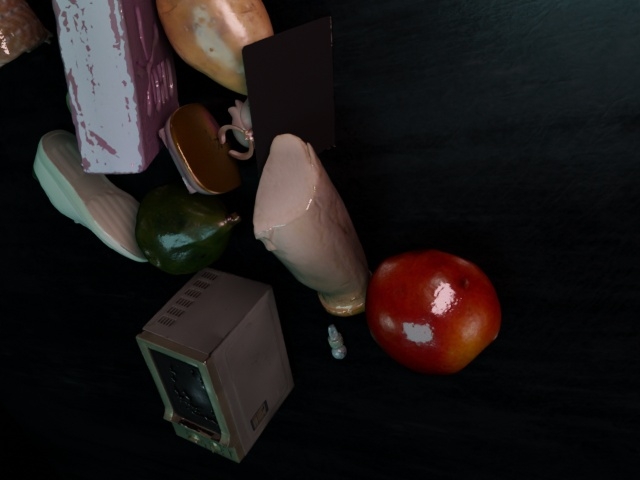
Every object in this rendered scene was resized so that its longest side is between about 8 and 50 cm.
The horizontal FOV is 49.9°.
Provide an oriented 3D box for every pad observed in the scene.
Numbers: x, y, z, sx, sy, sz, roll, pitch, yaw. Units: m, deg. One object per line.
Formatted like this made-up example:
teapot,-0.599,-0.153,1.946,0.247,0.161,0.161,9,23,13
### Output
pad,-0.044,-0.223,1.103,0.004,0.164,0.242,41,147,38

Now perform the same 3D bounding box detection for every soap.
soap,-0.313,-0.281,1.089,0.107,0.296,0.285,-4,115,1

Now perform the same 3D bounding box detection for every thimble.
thimble,-0.651,-0.399,1.333,0.229,0.196,0.148,-11,121,39

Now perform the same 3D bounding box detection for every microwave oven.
microwave oven,-0.236,0.280,1.586,0.219,0.286,0.354,14,134,26

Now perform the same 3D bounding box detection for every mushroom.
mushroom,-0.002,0.006,1.207,0.138,0.154,0.407,-8,141,20

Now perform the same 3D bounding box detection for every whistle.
whistle,0.036,0.229,1.538,0.035,0.035,0.100,5,128,32

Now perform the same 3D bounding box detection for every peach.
peach,0.191,0.120,1.210,0.244,0.199,0.243,16,124,25

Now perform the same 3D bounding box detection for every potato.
potato,-0.155,-0.342,1.088,0.235,0.128,0.161,33,116,-4

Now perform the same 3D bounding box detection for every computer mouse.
computer mouse,-0.196,-0.157,1.200,0.072,0.310,0.158,-25,98,5

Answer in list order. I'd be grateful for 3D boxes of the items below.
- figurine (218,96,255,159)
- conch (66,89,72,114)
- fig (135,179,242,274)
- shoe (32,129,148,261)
figurine,-0.106,-0.198,1.164,0.132,0.153,0.132,20,136,21
conch,-0.376,-0.281,1.326,0.251,0.137,0.143,-17,89,23
fig,-0.263,-0.030,1.400,0.245,0.195,0.195,-4,125,48
shoe,-0.531,-0.075,1.596,0.363,0.132,0.160,50,137,-7
